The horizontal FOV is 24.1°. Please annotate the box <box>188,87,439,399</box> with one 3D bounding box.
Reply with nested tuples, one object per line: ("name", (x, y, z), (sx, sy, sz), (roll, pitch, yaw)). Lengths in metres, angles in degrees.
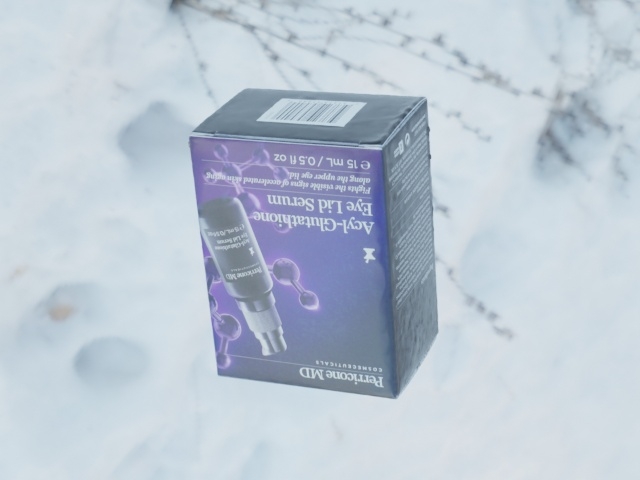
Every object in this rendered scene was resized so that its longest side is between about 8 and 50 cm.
("box", (0.000, 0.000, 1.126), (0.108, 0.153, 0.207), (-49, 138, -57))
